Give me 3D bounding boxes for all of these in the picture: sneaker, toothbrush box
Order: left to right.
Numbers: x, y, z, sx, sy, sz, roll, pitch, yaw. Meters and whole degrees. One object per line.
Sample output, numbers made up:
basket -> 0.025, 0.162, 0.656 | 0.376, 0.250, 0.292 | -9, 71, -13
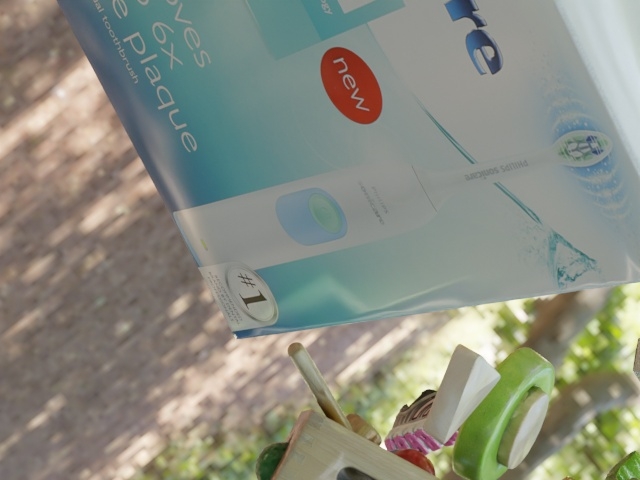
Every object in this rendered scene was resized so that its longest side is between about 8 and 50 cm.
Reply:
toothbrush box -> 0.034, -0.090, 0.645 | 0.126, 0.216, 0.295 | -33, -168, -33
sneaker -> 0.154, 0.212, 1.991 | 0.170, 0.063, 0.074 | -24, -145, 34

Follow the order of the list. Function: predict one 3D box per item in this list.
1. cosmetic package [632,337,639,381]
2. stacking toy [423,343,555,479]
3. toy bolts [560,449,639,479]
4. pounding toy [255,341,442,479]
cosmetic package -> 0.381, 0.147, 1.755 | 0.115, 0.060, 0.041 | 46, 52, -51
stacking toy -> 0.146, 0.239, 1.389 | 0.279, 0.130, 0.309 | -62, 157, 5
toy bolts -> 0.307, 0.364, 1.693 | 0.158, 0.218, 0.228 | -31, -173, 16
pounding toy -> 0.017, 0.143, 1.026 | 0.100, 0.141, 0.130 | -61, 180, -8
